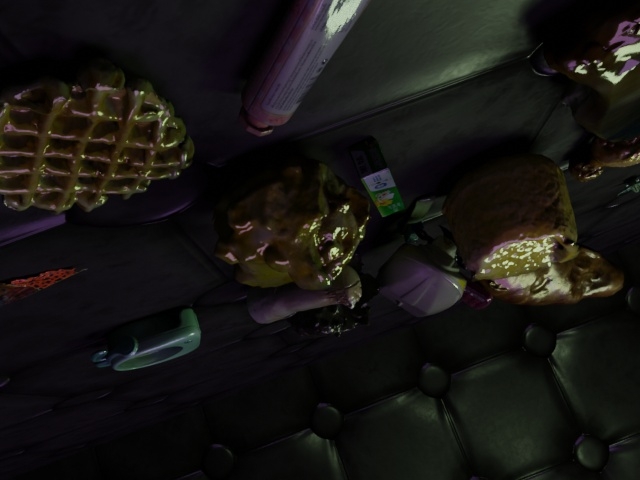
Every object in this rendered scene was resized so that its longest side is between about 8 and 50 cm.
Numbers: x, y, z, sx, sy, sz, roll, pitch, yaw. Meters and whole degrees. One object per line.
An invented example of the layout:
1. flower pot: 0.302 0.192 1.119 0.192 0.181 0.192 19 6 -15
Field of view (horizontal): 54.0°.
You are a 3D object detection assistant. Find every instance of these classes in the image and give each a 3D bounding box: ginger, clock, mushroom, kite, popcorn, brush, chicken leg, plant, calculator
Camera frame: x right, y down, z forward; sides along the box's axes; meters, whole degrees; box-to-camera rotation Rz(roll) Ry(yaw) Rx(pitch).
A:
1. ginger: 0.470 0.049 1.424 0.418 0.176 0.254 5 -167 -31
2. clock: -0.306 0.180 1.104 0.188 0.060 0.148 -15 164 -20
3. mushroom: -0.030 0.088 1.055 0.223 0.081 0.092 -17 157 38
4. kite: -0.395 0.072 0.730 0.222 0.008 0.125 -10 161 -33
5. popcorn: -0.041 -0.018 0.673 0.173 0.143 0.173 -3 -177 0
6. brush: 0.162 -0.032 1.054 0.033 0.030 0.178 -9 163 -5
7. chicken leg: 0.448 -0.141 0.959 0.107 0.087 0.251 -9 170 -1
8. plant: 0.023 0.109 1.167 0.131 0.143 0.203 -1 166 -27
9. calculator: 0.279 0.086 1.360 0.034 0.190 0.127 -57 172 -14

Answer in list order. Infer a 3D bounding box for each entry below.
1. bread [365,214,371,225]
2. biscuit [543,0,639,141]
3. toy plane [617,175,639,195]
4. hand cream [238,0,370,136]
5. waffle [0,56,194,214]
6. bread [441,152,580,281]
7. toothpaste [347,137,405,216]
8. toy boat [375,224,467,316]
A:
1. bread: 0.003 -0.004 0.974 0.139 0.084 0.074 -49 172 -19
2. biscuit: 0.356 -0.198 0.666 0.334 0.078 0.329 -17 160 -22
3. toy plane: 0.716 -0.126 1.433 0.080 0.033 0.083 -30 169 26
4. hand cream: -0.005 -0.149 0.438 0.067 0.043 0.210 -11 156 -38
5. waffle: -0.187 -0.069 0.474 0.169 0.036 0.183 -19 163 3
6. bread: 0.280 -0.037 0.931 0.197 0.171 0.197 -8 156 -4
7. toothpaste: 0.072 -0.073 0.774 0.037 0.043 0.178 -20 165 9
8. toy boat: 0.180 0.056 1.079 0.140 0.141 0.269 -16 162 -16
